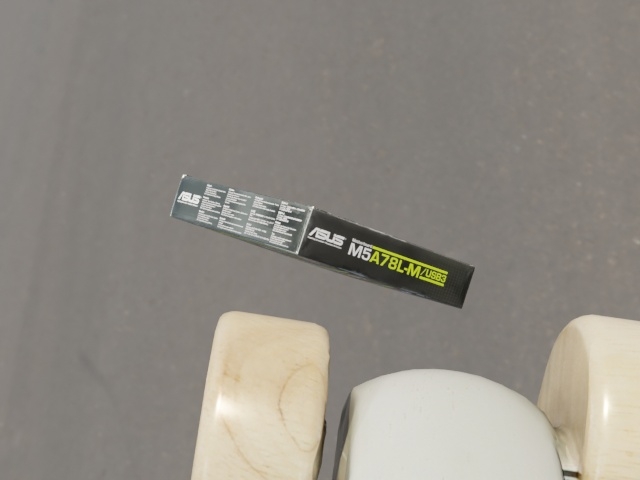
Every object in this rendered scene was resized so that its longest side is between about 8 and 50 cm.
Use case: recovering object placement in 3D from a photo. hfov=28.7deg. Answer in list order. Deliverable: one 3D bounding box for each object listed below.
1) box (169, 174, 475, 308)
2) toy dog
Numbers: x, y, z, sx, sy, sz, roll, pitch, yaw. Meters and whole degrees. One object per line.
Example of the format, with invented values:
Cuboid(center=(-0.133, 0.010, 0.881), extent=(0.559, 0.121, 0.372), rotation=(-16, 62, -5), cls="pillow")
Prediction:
Cuboid(center=(0.000, 0.000, 1.035), extent=(0.191, 0.184, 0.045), rotation=(16, 85, 53), cls="box")
Cuboid(center=(0.024, 0.160, 0.341), extent=(0.333, 0.220, 0.161), rotation=(-56, -23, -47), cls="toy dog")
